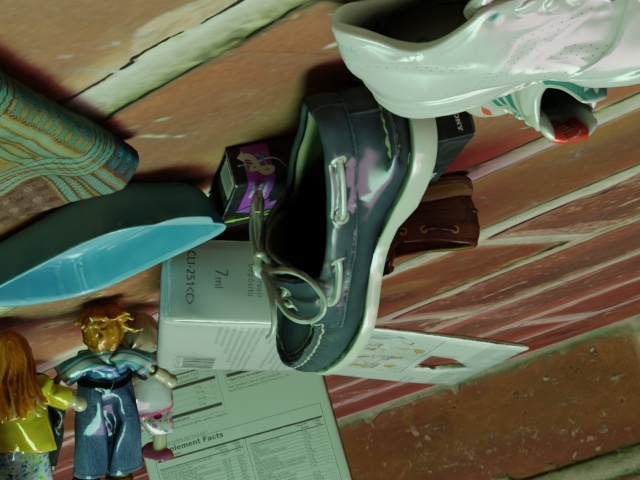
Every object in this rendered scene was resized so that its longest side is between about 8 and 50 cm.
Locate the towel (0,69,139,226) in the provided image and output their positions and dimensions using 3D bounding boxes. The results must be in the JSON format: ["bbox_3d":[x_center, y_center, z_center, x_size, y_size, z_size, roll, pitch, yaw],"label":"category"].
[{"bbox_3d":[-0.261,-0.026,0.771,0.271,0.040,0.370,-17,170,9],"label":"towel"}]

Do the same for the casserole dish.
[{"bbox_3d":[-0.148,0.001,1.080,0.188,0.037,0.114,-23,167,39],"label":"casserole dish"}]

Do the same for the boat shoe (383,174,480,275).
[{"bbox_3d":[0.039,-0.001,1.275,0.178,0.060,0.064,-15,170,-4],"label":"boat shoe"}]

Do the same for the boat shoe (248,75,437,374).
[{"bbox_3d":[0.000,0.000,0.990,0.079,0.095,0.254,-9,149,-23],"label":"boat shoe"}]

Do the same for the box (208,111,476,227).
[{"bbox_3d":[0.012,-0.048,1.076,0.162,0.029,0.116,-14,169,-12],"label":"box"}]

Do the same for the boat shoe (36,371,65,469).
[{"bbox_3d":[-0.303,0.180,1.599,0.113,0.127,0.340,-43,170,-20],"label":"boat shoe"}]

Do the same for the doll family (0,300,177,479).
[{"bbox_3d":[-0.212,0.136,1.388,0.262,0.163,0.118,-9,-163,-28],"label":"doll family"}]

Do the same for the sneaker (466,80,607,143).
[{"bbox_3d":[0.118,-0.083,0.922,0.057,0.075,0.161,-12,169,-16],"label":"sneaker"}]

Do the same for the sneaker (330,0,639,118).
[{"bbox_3d":[0.107,-0.115,0.770,0.212,0.080,0.094,-18,158,19],"label":"sneaker"}]

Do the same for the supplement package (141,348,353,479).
[{"bbox_3d":[-0.077,0.222,1.707,0.198,0.263,0.199,-16,170,-3],"label":"supplement package"}]

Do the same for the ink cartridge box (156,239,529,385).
[{"bbox_3d":[0.004,0.062,1.274,0.261,0.066,0.296,4,169,-6],"label":"ink cartridge box"}]
